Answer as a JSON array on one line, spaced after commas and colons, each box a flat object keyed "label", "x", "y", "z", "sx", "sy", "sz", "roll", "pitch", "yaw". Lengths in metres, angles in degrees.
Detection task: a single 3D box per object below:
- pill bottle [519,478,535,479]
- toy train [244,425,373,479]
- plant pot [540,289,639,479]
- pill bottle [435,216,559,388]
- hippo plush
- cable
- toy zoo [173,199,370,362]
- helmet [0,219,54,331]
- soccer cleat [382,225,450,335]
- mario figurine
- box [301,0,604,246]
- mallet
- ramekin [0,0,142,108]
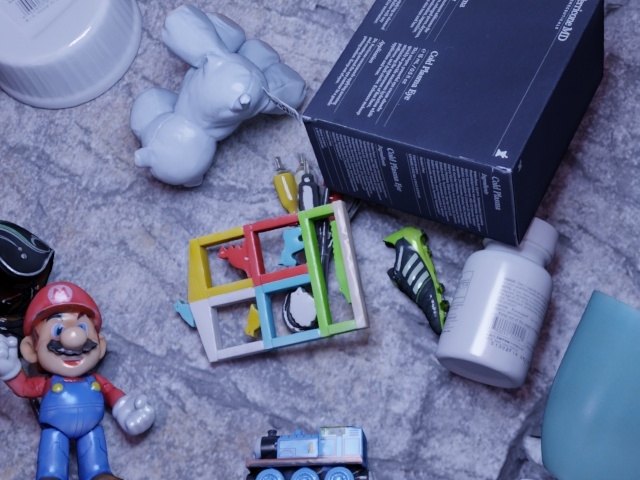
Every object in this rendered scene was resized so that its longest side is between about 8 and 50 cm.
[{"label": "pill bottle", "x": 0.287, "y": 0.371, "z": 1.431, "sx": 0.043, "sy": 0.043, "sz": 0.083, "roll": 10, "pitch": 73, "yaw": 11}, {"label": "toy train", "x": -0.017, "y": 0.317, "z": 1.475, "sx": 0.184, "sy": 0.080, "sz": 0.105, "roll": -4, "pitch": 62, "yaw": 9}, {"label": "plant pot", "x": 0.422, "y": 0.238, "z": 1.340, "sx": 0.293, "sy": 0.293, "sz": 0.235, "roll": 30, "pitch": 92, "yaw": 16}, {"label": "pill bottle", "x": 0.257, "y": 0.082, "z": 1.484, "sx": 0.131, "sy": 0.131, "sz": 0.229, "roll": 17, "pitch": 74, "yaw": 13}, {"label": "hippo plush", "x": -0.164, "y": -0.190, "z": 1.623, "sx": 0.236, "sy": 0.234, "sz": 0.294, "roll": -51, "pitch": 53, "yaw": 22}, {"label": "cable", "x": 0.000, "y": 0.000, "z": 1.600, "sx": 0.139, "sy": 0.072, "sz": 0.287, "roll": -2, "pitch": 84, "yaw": -3}, {"label": "toy zoo", "x": -0.085, "y": 0.068, "z": 1.554, "sx": 0.293, "sy": 0.030, "sz": 0.192, "roll": -14, "pitch": 78, "yaw": 16}, {"label": "helmet", "x": -0.498, "y": 0.046, "z": 1.576, "sx": 0.161, "sy": 0.169, "sz": 0.169, "roll": 19, "pitch": 74, "yaw": -8}, {"label": "soccer cleat", "x": 0.142, "y": 0.064, "z": 1.549, "sx": 0.072, "sy": 0.060, "sz": 0.179, "roll": -21, "pitch": 64, "yaw": 11}, {"label": "mario figurine", "x": -0.358, "y": 0.212, "z": 1.495, "sx": 0.170, "sy": 0.198, "sz": 0.320, "roll": -16, "pitch": 74, "yaw": 25}, {"label": "box", "x": 0.200, "y": -0.209, "z": 1.501, "sx": 0.312, "sy": 0.179, "sz": 0.343, "roll": 18, "pitch": 63, "yaw": 26}, {"label": "mallet", "x": -0.439, "y": 0.224, "z": 1.586, "sx": 0.039, "sy": 0.062, "sz": 0.190, "roll": -27, "pitch": 85, "yaw": 0}, {"label": "ramekin", "x": -0.446, "y": -0.369, "z": 1.725, "sx": 0.277, "sy": 0.135, "sz": 0.277, "roll": -2, "pitch": 72, "yaw": 7}]
